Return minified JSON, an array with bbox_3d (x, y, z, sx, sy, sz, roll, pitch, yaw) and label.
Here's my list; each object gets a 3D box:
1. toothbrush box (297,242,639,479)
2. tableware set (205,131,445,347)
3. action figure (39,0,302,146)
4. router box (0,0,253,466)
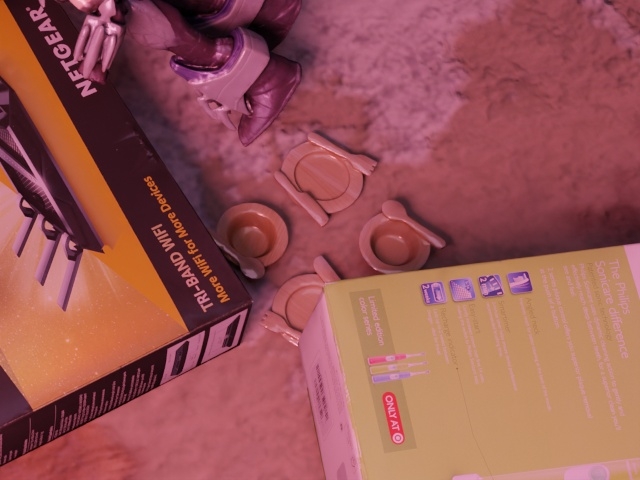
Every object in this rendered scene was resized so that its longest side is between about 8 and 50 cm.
[{"bbox_3d":[0.146,0.126,1.335,0.283,0.122,0.206,-8,68,-13],"label":"toothbrush box"},{"bbox_3d":[0.000,0.000,1.437,0.141,0.020,0.169,42,63,12],"label":"tableware set"},{"bbox_3d":[-0.142,-0.179,1.396,0.285,0.099,0.185,24,39,-34],"label":"action figure"},{"bbox_3d":[-0.232,-0.010,1.364,0.243,0.081,0.309,-27,70,-22],"label":"router box"}]
